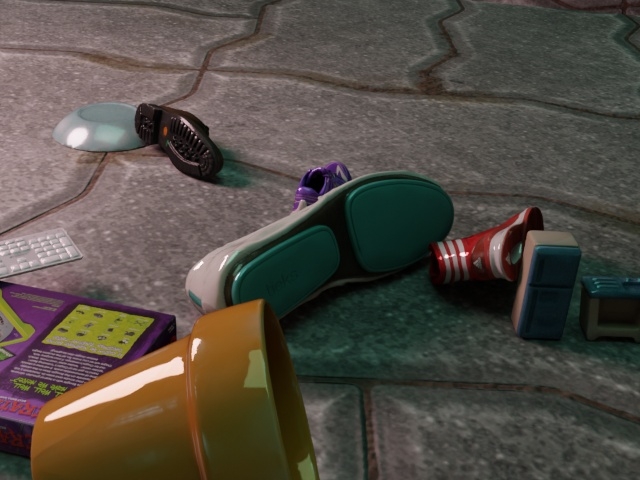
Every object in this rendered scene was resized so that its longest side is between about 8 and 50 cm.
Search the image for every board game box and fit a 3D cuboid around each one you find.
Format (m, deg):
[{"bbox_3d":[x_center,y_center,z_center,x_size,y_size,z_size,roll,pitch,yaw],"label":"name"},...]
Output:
[{"bbox_3d":[-0.348,0.114,0.863,0.347,0.056,0.208,10,25,13],"label":"board game box"}]

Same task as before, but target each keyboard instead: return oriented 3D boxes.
[{"bbox_3d":[-0.404,0.033,0.950,0.256,0.014,0.072,-16,33,-31],"label":"keyboard"}]

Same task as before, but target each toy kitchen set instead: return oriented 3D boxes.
[{"bbox_3d":[0.333,0.083,0.909,0.207,0.122,0.166,2,28,-2],"label":"toy kitchen set"}]

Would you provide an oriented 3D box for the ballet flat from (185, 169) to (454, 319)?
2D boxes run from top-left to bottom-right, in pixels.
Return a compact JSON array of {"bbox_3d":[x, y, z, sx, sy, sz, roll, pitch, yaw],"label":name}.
[{"bbox_3d":[0.000,0.000,1.046,0.400,0.139,0.139,-24,38,-39],"label":"ballet flat"}]

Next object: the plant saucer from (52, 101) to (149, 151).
[{"bbox_3d":[-0.371,-0.208,1.474,0.195,0.037,0.195,2,28,-1],"label":"plant saucer"}]

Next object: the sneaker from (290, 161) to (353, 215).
[{"bbox_3d":[0.008,-0.083,1.241,0.068,0.071,0.170,11,28,14],"label":"sneaker"}]

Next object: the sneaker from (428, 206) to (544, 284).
[{"bbox_3d":[0.210,0.006,1.083,0.128,0.087,0.221,-5,1,28],"label":"sneaker"}]

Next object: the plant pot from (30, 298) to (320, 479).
[{"bbox_3d":[-0.109,0.166,0.655,0.188,0.205,0.205,-14,29,2],"label":"plant pot"}]

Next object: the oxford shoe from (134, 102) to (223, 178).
[{"bbox_3d":[-0.211,-0.169,1.374,0.096,0.082,0.227,-2,31,-40],"label":"oxford shoe"}]
